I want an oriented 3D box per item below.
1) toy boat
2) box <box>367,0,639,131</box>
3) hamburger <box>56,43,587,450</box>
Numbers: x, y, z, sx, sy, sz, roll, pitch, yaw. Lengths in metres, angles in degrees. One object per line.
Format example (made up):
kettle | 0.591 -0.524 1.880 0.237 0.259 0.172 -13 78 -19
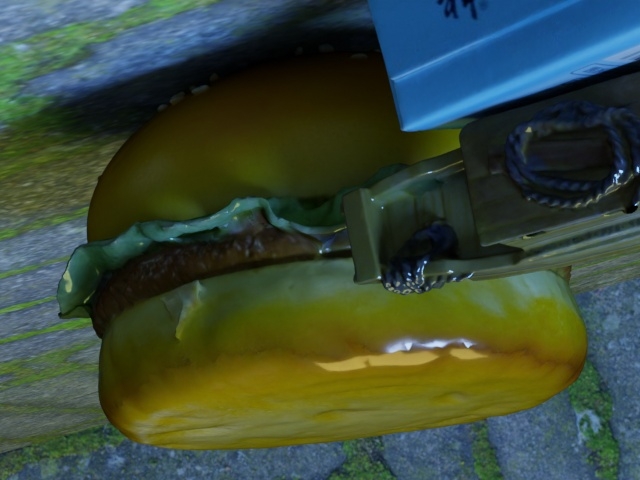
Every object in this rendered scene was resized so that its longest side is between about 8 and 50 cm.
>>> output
toy boat | 0.095 -0.024 0.672 0.200 0.057 0.077 -16 168 30
box | 0.142 -0.101 0.712 0.143 0.083 0.232 -22 171 41
hamburger | 0.002 0.000 0.847 0.246 0.170 0.246 -5 164 -1
